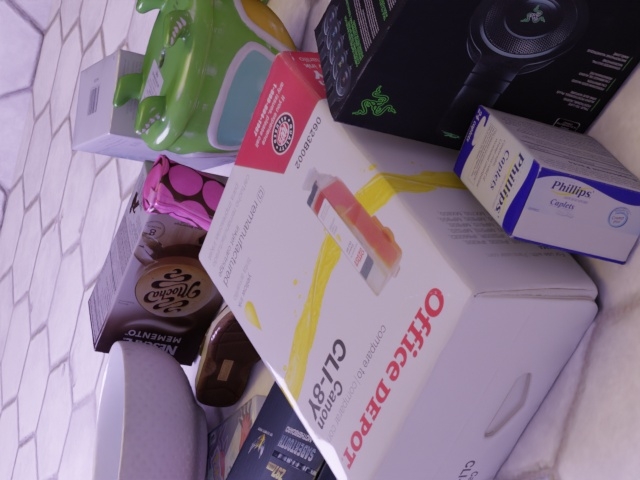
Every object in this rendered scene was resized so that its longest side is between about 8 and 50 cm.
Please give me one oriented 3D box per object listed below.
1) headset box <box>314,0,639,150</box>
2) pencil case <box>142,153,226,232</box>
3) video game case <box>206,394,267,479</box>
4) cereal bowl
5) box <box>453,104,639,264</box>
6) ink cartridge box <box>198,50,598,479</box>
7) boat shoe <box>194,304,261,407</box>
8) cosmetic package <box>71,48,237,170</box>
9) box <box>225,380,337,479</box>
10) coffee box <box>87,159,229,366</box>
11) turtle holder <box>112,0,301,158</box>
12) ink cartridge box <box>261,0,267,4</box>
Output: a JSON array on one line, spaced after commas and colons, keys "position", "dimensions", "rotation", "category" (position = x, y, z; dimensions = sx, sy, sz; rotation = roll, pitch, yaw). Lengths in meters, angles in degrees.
[{"position": [0.157, -0.208, 1.255], "dimensions": [0.283, 0.246, 0.131], "rotation": [-56, 32, 41], "category": "headset box"}, {"position": [-0.146, -0.037, 1.910], "dimensions": [0.095, 0.209, 0.098], "rotation": [-55, 17, 37], "category": "pencil case"}, {"position": [-0.117, 0.337, 1.915], "dimensions": [0.183, 0.023, 0.201], "rotation": [-44, 42, 53], "category": "video game case"}, {"position": [-0.249, 0.320, 2.041], "dimensions": [0.339, 0.141, 0.339], "rotation": [-174, 90, -76], "category": "cereal bowl"}, {"position": [0.205, -0.050, 1.231], "dimensions": [0.072, 0.126, 0.137], "rotation": [-68, 26, 21], "category": "box"}, {"position": [0.058, 0.031, 1.371], "dimensions": [0.384, 0.160, 0.279], "rotation": [54, 131, 40], "category": "ink cartridge box"}, {"position": [-0.119, 0.125, 1.928], "dimensions": [0.257, 0.095, 0.095], "rotation": [124, 153, -43], "category": "boat shoe"}, {"position": [-0.252, -0.199, 2.197], "dimensions": [0.224, 0.225, 0.138], "rotation": [174, 103, -66], "category": "cosmetic package"}, {"position": [-0.021, 0.252, 1.632], "dimensions": [0.183, 0.059, 0.233], "rotation": [-64, 22, -8], "category": "box"}, {"position": [-0.231, 0.040, 2.121], "dimensions": [0.119, 0.168, 0.297], "rotation": [-108, 36, -48], "category": "coffee box"}, {"position": [-0.146, -0.272, 1.988], "dimensions": [0.243, 0.227, 0.320], "rotation": [178, 102, -67], "category": "turtle holder"}, {"position": [-0.139, -0.382, 2.224], "dimensions": [0.109, 0.062, 0.209], "rotation": [-103, 33, -42], "category": "ink cartridge box"}]
